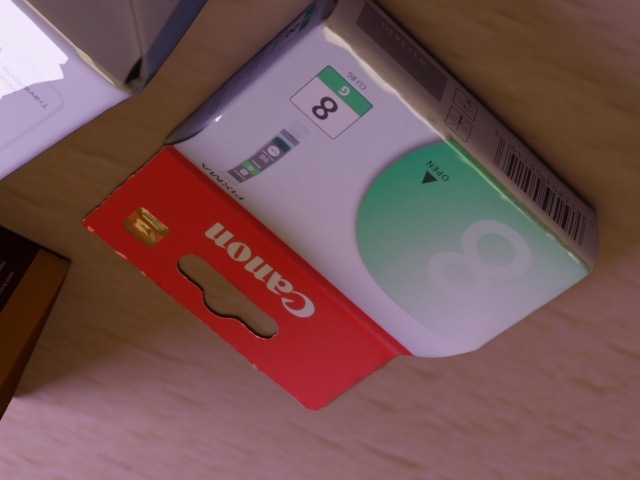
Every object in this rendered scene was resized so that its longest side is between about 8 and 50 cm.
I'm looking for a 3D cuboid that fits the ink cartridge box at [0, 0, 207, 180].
[{"bbox_3d":[-0.238,-0.134,0.707,0.270,0.151,0.395,44,143,-17],"label":"ink cartridge box"}]

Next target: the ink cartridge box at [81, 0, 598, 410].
[{"bbox_3d":[0.000,0.000,0.847,0.181,0.056,0.224,41,124,-15],"label":"ink cartridge box"}]

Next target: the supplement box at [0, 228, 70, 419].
[{"bbox_3d":[-0.270,0.067,0.882,0.194,0.191,0.129,26,128,-4],"label":"supplement box"}]
